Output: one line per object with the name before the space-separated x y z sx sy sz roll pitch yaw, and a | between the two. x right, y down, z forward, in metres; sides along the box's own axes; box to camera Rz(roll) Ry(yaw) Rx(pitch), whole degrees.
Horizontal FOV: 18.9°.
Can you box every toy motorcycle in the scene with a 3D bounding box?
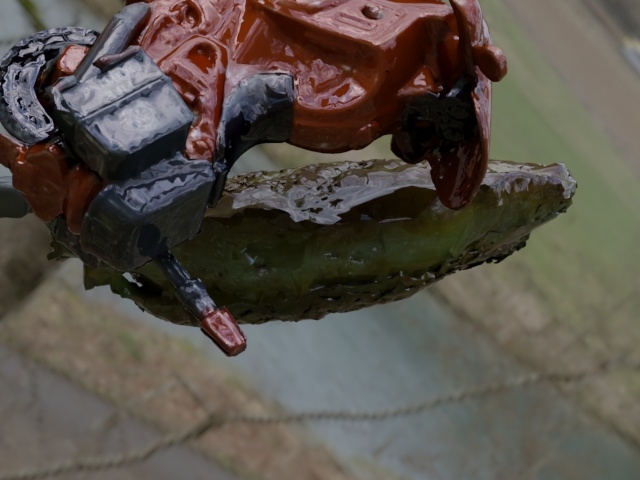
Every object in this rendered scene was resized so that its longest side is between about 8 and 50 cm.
toy motorcycle | -0.023 -0.081 1.109 0.221 0.326 0.148 48 -30 19

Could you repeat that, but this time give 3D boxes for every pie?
pie | 0.000 0.000 1.315 0.288 0.355 0.103 -5 89 -82

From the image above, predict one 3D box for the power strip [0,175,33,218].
power strip | -0.296 -0.046 1.305 0.139 0.224 0.140 -33 119 -78
